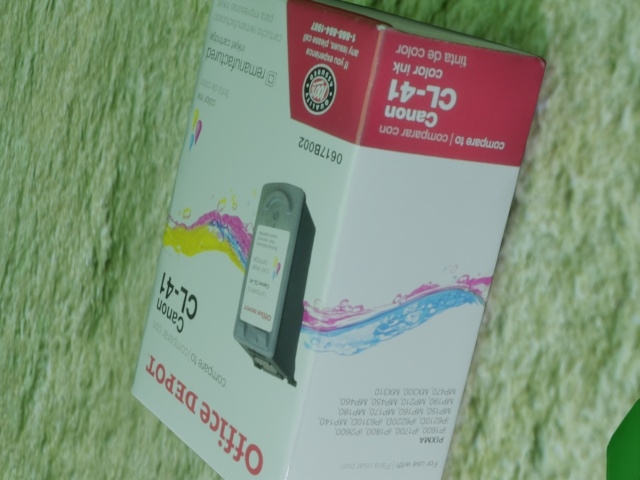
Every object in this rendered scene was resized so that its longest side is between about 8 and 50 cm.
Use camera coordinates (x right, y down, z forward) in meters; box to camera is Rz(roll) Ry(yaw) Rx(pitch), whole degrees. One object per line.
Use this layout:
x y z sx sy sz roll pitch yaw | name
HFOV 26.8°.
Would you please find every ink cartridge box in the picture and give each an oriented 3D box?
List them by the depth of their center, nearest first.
0.000 0.000 0.876 0.226 0.131 0.306 28 108 55 | ink cartridge box

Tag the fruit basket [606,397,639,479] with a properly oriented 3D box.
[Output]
0.226 0.129 0.415 0.353 0.165 0.327 -107 37 -54 | fruit basket
